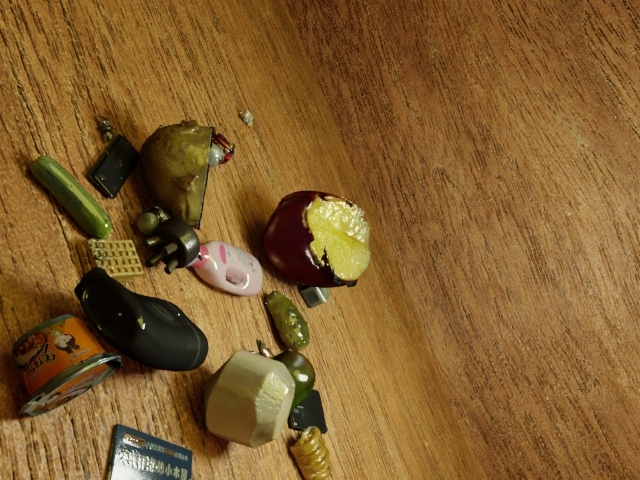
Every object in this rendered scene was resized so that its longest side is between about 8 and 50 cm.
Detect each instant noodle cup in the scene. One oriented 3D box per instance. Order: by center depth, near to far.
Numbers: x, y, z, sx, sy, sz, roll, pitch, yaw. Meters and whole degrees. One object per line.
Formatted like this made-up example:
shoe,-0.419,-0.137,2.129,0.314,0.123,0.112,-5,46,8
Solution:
instant noodle cup,-0.470,0.214,1.023,0.126,0.177,0.208,55,9,9

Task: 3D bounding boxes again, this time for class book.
book,-0.345,0.552,1.130,0.228,0.018,0.323,44,29,-43

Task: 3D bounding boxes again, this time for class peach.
peach,0.000,0.000,2.067,0.416,0.353,0.339,23,70,-8

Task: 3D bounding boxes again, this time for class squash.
squash,-0.561,-0.095,1.284,0.229,0.066,0.066,53,24,-24

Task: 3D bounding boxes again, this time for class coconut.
coconut,-0.186,0.391,1.422,0.241,0.241,0.241,50,25,-34

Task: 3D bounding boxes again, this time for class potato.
potato,-0.410,-0.181,1.582,0.246,0.196,0.300,130,-36,-69
potato,-0.110,0.270,1.908,0.226,0.090,0.117,61,26,9

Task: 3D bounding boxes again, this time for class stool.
stool,-0.406,-0.004,1.467,0.217,0.125,0.121,44,44,6

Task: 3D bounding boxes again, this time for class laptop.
laptop,-0.049,0.542,1.835,0.207,0.026,0.154,36,36,-51

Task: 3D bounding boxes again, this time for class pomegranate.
pomegranate,-0.124,0.386,1.649,0.224,0.181,0.181,48,22,-2

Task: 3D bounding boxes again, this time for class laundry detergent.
laundry detergent,-0.301,0.073,1.683,0.335,0.087,0.159,27,43,-56

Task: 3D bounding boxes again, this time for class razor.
razor,-0.375,0.184,1.211,0.204,0.113,0.349,43,-5,23

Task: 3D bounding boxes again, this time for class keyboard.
keyboard,-0.543,-0.200,1.496,0.094,0.025,0.230,54,23,-29

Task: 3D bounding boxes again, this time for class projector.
projector,-0.022,0.204,2.200,0.082,0.083,0.083,60,21,-10

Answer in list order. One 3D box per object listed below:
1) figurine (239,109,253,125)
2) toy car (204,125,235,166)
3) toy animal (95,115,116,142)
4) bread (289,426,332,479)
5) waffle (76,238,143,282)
figurine,-0.311,-0.514,2.391,0.083,0.047,0.051,32,52,-66
toy car,-0.376,-0.309,1.932,0.139,0.112,0.112,47,41,-17
toy animal,-0.576,-0.301,1.527,0.084,0.028,0.050,65,22,9
bread,-0.022,0.646,1.708,0.177,0.084,0.119,67,21,-6
waffle,-0.489,0.047,1.321,0.148,0.042,0.103,4,63,-66
